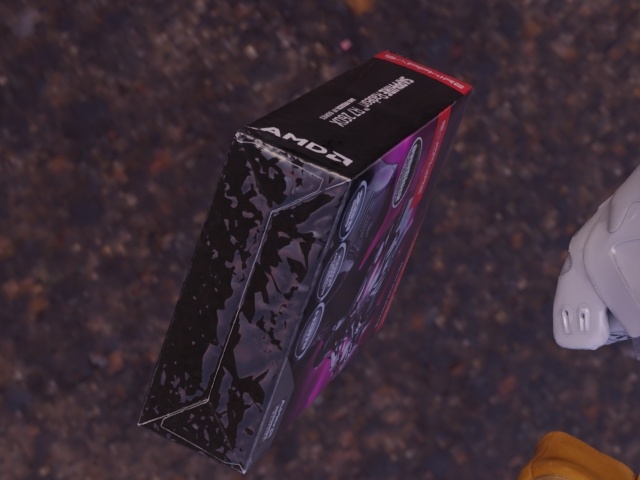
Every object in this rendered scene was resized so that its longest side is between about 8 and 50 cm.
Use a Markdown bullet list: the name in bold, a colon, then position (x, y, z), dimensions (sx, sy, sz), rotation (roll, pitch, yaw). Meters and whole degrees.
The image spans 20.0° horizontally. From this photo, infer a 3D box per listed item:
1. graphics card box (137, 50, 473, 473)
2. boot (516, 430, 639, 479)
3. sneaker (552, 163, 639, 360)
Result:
- **graphics card box**: position (0.000, 0.000, 1.365), dimensions (0.233, 0.094, 0.371), rotation (-69, 168, 19)
- **boot**: position (0.256, 0.268, 1.325), dimensions (0.104, 0.295, 0.211), rotation (-43, 178, 19)
- **sneaker**: position (0.339, 0.085, 1.635), dimensions (0.137, 0.366, 0.210), rotation (10, 140, -37)
